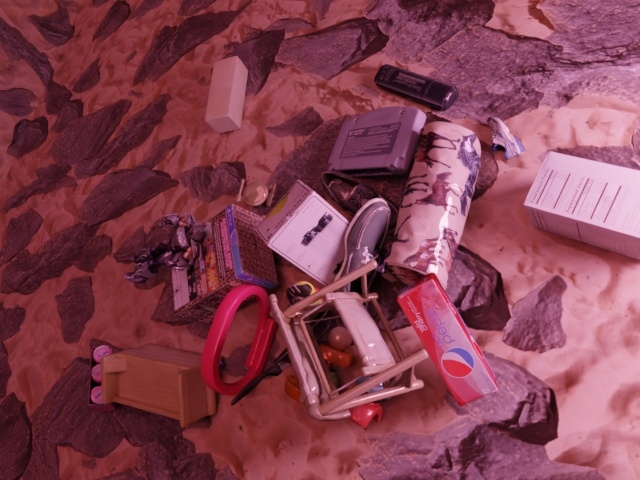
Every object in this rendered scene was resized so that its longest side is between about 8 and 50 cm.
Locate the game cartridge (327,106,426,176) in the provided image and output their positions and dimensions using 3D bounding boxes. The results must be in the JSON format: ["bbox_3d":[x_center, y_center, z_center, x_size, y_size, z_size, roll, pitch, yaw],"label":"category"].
[{"bbox_3d":[0.154,-0.276,1.372,0.294,0.060,0.196,6,75,49],"label":"game cartridge"}]

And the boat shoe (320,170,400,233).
[{"bbox_3d":[0.102,-0.110,1.343,0.285,0.092,0.103,37,90,37],"label":"boat shoe"}]

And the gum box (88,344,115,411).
[{"bbox_3d":[-0.688,0.435,1.559,0.062,0.107,0.188,-3,60,-14],"label":"gum box"}]

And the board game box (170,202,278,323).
[{"bbox_3d":[-0.291,0.075,1.441,0.291,0.141,0.232,-31,56,27],"label":"board game box"}]

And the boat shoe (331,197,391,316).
[{"bbox_3d":[0.112,0.057,1.200,0.099,0.116,0.319,43,119,52],"label":"boat shoe"}]

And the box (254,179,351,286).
[{"bbox_3d":[0.000,0.000,1.227,0.169,0.290,0.087,-50,39,4],"label":"box"}]

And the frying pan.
[{"bbox_3d":[-0.065,0.267,1.174,0.053,0.326,0.197,45,119,2],"label":"frying pan"}]

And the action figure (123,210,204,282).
[{"bbox_3d":[-0.439,0.025,1.424,0.285,0.099,0.185,-31,50,23],"label":"action figure"}]

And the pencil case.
[{"bbox_3d":[0.265,-0.085,1.190,0.184,0.160,0.410,4,70,46],"label":"pencil case"}]

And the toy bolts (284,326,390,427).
[{"bbox_3d":[0.055,0.301,1.123,0.229,0.218,0.158,23,92,27],"label":"toy bolts"}]

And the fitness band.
[{"bbox_3d":[-0.210,0.258,1.293,0.054,0.209,0.290,8,75,35],"label":"fitness band"}]

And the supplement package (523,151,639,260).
[{"bbox_3d":[0.573,-0.071,1.012,0.244,0.139,0.133,24,84,36],"label":"supplement package"}]

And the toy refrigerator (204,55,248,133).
[{"bbox_3d":[-0.341,-0.533,1.806,0.102,0.094,0.269,-7,66,21],"label":"toy refrigerator"}]

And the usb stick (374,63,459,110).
[{"bbox_3d":[0.272,-0.447,1.424,0.278,0.045,0.077,35,96,37],"label":"usb stick"}]

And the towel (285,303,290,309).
[{"bbox_3d":[-0.064,0.192,1.347,0.119,0.029,0.067,-50,52,3],"label":"towel"}]

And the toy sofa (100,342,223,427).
[{"bbox_3d":[-0.458,0.410,1.434,0.363,0.177,0.150,0,94,31],"label":"toy sofa"}]

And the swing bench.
[{"bbox_3d":[0.051,0.214,1.030,0.255,0.165,0.253,-19,52,-7],"label":"swing bench"}]

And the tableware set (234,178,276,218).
[{"bbox_3d":[-0.214,-0.096,1.565,0.128,0.039,0.194,10,80,22],"label":"tableware set"}]

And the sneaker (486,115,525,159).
[{"bbox_3d":[0.448,-0.256,1.228,0.058,0.052,0.135,-37,54,17],"label":"sneaker"}]

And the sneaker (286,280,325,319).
[{"bbox_3d":[-0.027,0.144,1.232,0.094,0.208,0.081,-33,72,-18],"label":"sneaker"}]

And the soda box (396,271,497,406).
[{"bbox_3d":[0.265,0.204,1.033,0.092,0.083,0.263,-31,89,17],"label":"soda box"}]
